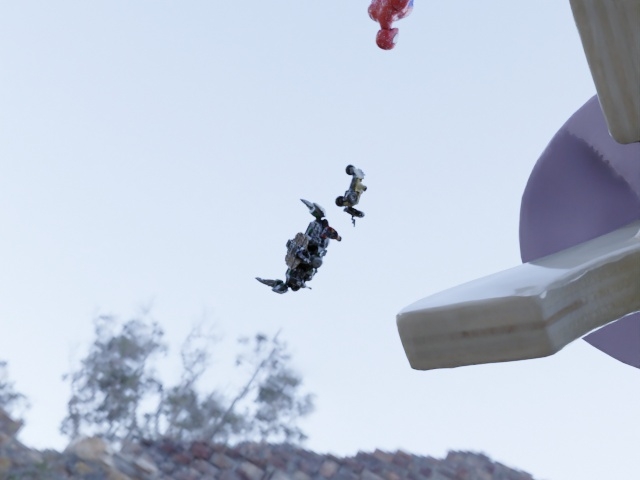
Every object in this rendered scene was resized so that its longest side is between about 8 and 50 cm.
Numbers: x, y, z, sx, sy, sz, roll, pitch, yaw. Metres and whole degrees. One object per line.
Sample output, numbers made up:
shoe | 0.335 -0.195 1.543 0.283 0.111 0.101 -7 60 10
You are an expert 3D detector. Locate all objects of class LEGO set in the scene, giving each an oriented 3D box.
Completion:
LEGO set | 0.000 0.001 0.454 0.023 0.054 0.083 26 -28 -23

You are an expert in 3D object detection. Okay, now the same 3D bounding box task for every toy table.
toy table | 0.175 -0.002 0.379 0.274 0.161 0.252 -29 -93 41

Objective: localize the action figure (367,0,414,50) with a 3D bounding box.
action figure | 0.054 -0.160 0.566 0.030 0.115 0.038 31 -18 -29
